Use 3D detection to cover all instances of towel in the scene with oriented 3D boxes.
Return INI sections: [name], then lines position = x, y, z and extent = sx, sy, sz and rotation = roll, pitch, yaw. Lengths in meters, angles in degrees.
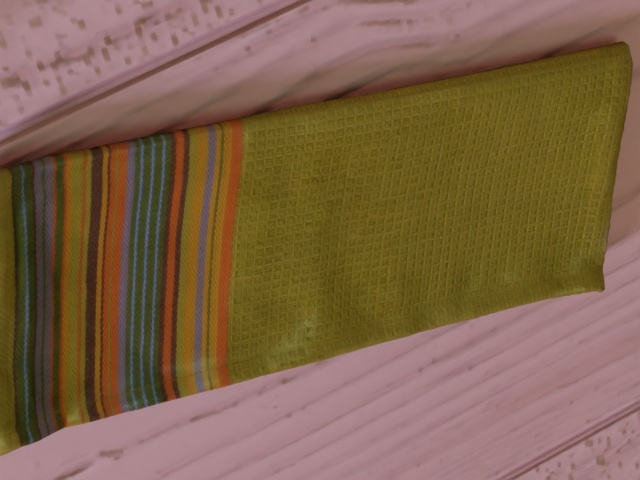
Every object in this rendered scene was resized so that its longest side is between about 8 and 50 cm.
[towel]
position = 0.000, 0.000, 0.627
extent = 0.237, 0.021, 0.102
rotation = -13, 128, -25
